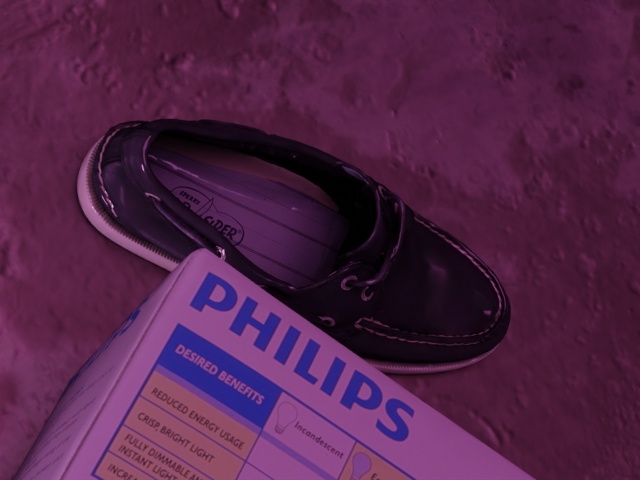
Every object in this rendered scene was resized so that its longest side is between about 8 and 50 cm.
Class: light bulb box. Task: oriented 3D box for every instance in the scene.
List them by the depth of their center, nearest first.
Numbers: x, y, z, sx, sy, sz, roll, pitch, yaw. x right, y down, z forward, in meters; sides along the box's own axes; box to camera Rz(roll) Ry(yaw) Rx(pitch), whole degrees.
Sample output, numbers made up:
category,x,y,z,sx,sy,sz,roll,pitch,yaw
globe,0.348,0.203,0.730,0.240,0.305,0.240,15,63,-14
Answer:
category,x,y,z,sx,sy,sz,roll,pitch,yaw
light bulb box,-0.049,0.270,1.128,0.358,0.225,0.361,35,53,-10

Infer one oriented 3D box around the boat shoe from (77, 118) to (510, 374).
category,x,y,z,sx,sy,sz,roll,pitch,yaw
boat shoe,0.001,-0.004,1.326,0.340,0.113,0.127,28,65,-13
